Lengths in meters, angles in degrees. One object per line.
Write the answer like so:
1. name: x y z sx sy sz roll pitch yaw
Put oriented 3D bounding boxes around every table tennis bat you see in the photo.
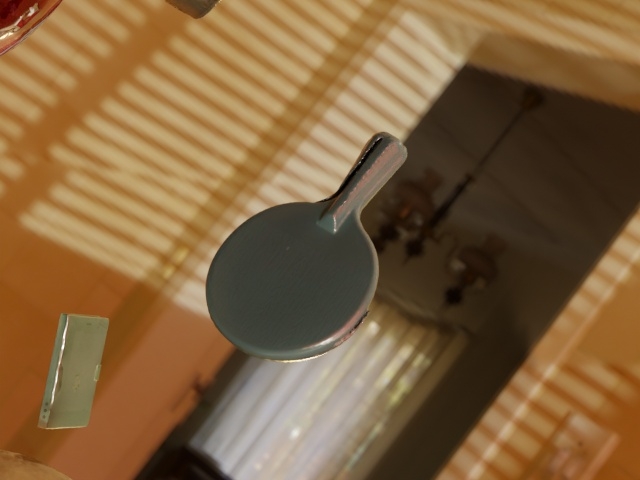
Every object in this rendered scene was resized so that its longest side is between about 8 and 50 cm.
1. table tennis bat: 0.000 0.000 1.034 0.124 0.201 0.033 26 -23 23

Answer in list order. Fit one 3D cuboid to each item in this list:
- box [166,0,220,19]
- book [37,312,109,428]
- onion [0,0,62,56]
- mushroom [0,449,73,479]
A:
1. box: -0.083 -0.262 0.829 0.149 0.226 0.226 27 -3 -17
2. book: -0.291 0.154 1.692 0.017 0.135 0.103 11 -1 21
3. onion: -0.301 -0.252 1.036 0.314 0.314 0.232 36 -9 15
4. mushroom: -0.345 0.288 1.422 0.267 0.189 0.164 3 -45 28
